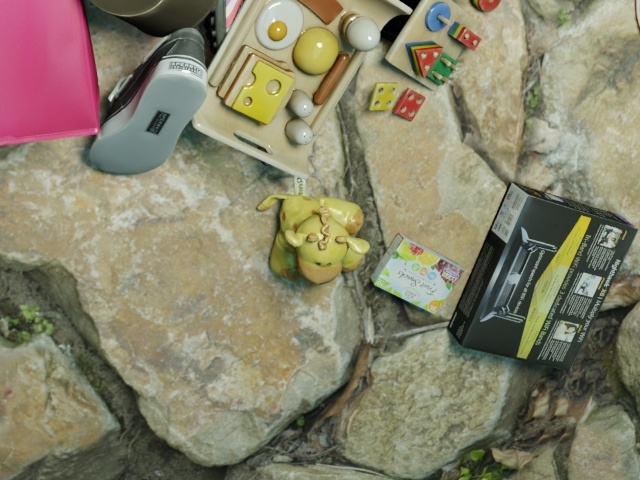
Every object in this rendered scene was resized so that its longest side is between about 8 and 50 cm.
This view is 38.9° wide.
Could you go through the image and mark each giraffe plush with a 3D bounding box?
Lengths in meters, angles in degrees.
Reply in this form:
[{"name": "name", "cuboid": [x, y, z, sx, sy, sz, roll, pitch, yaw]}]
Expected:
[{"name": "giraffe plush", "cuboid": [0.000, 0.000, 1.485, 0.181, 0.170, 0.210, -22, 116, -5]}]

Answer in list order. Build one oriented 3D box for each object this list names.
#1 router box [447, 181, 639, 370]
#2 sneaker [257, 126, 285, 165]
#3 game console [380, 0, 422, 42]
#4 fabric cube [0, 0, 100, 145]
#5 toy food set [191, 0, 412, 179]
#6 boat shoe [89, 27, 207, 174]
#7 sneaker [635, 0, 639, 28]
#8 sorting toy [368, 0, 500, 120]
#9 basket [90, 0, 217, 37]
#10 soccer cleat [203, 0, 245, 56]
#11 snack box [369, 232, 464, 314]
[{"name": "router box", "cuboid": [0.406, 0.071, 1.670, 0.243, 0.081, 0.308, 15, 107, -20]}, {"name": "sneaker", "cuboid": [-0.037, -0.181, 1.462, 0.073, 0.063, 0.162, 35, 100, -28]}, {"name": "game console", "cuboid": [0.058, -0.430, 1.345, 0.361, 0.044, 0.213, 13, 113, -35]}, {"name": "fabric cube", "cuboid": [-0.436, -0.285, 1.207, 0.254, 0.259, 0.258, -9, 115, -11]}, {"name": "toy food set", "cuboid": [-0.027, -0.256, 1.330, 0.220, 0.092, 0.306, 22, 107, -35]}, {"name": "boat shoe", "cuboid": [-0.254, -0.201, 1.332, 0.113, 0.104, 0.306, 14, 149, -23]}, {"name": "sneaker", "cuboid": [0.593, -0.432, 1.483, 0.087, 0.128, 0.221, -2, 111, -13]}, {"name": "sorting toy", "cuboid": [0.184, -0.306, 1.449, 0.132, 0.046, 0.274, 21, 107, -46]}, {"name": "basket", "cuboid": [-0.218, -0.354, 1.164, 0.154, 0.227, 0.204, 25, 107, -1]}, {"name": "soccer cleat", "cuboid": [-0.113, -0.415, 1.323, 0.117, 0.108, 0.318, -4, 110, -17]}, {"name": "snack box", "cuboid": [0.173, 0.060, 1.629, 0.141, 0.037, 0.100, 26, 105, -23]}]
